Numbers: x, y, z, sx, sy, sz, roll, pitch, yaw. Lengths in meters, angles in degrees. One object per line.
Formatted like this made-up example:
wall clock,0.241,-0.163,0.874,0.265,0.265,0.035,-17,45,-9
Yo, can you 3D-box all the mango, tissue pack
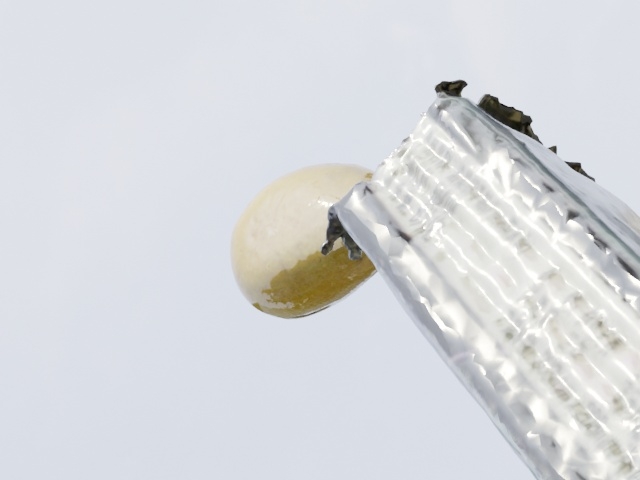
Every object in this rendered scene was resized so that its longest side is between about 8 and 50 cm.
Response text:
mango,0.000,0.000,1.349,0.098,0.195,0.137,29,-111,-33
tissue pack,0.178,0.101,0.713,0.122,0.361,0.259,-49,-49,10
